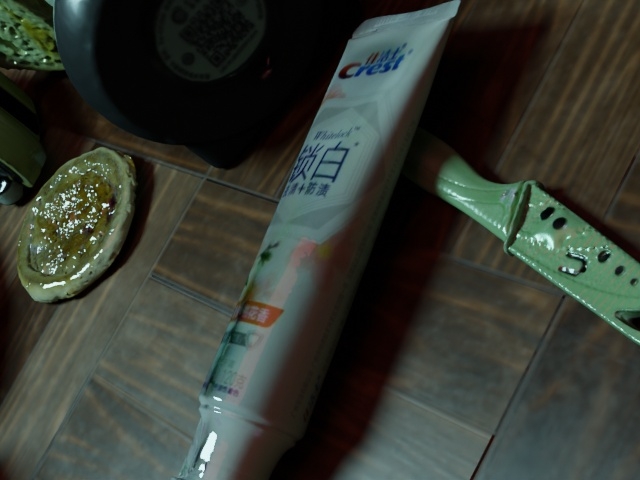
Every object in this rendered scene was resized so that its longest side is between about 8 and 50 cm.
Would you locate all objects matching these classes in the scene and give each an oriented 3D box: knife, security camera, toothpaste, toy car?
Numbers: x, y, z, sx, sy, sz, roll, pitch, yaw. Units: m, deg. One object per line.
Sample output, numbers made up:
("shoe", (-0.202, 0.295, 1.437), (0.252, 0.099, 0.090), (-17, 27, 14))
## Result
("knife", (0.104, -0.019, 0.609), (0.043, 0.020, 0.293), (-49, 42, 3))
("security camera", (-0.130, -0.210, 0.822), (0.197, 0.191, 0.277), (-49, 41, 7))
("toothpaste", (0.000, 0.000, 0.651), (0.100, 0.066, 0.323), (0, 64, 54))
("toy car", (-0.338, -0.113, 1.010), (0.257, 0.101, 0.124), (5, 64, 45))

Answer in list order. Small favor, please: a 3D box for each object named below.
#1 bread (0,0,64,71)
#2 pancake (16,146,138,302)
("bread", (-0.266, -0.288, 1.028), (0.130, 0.152, 0.267), (-37, 38, 50))
("pancake", (-0.196, -0.013, 0.872), (0.139, 0.022, 0.139), (-23, 51, 31))
